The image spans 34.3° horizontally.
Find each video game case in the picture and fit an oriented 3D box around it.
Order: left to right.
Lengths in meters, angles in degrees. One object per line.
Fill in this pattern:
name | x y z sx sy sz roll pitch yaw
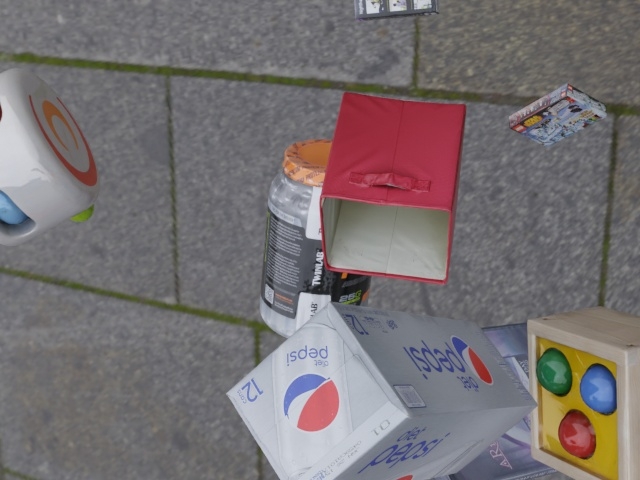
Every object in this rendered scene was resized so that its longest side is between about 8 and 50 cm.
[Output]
video game case | 0.200 0.185 1.187 0.026 0.274 0.196 -58 49 36

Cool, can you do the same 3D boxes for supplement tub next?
supplement tub | 0.000 0.000 1.774 0.193 0.193 0.316 19 120 24

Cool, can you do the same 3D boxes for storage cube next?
storage cube | 0.106 -0.074 1.495 0.183 0.193 0.215 7 148 9

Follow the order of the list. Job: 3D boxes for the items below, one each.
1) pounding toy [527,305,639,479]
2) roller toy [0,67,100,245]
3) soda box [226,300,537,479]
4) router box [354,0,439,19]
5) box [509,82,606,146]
pounding toy | 0.259 0.165 0.836 0.206 0.094 0.181 -164 69 -64
roller toy | -0.377 -0.100 1.262 0.146 0.191 0.209 -27 92 7
soda box | 0.059 0.116 0.748 0.098 0.286 0.091 -43 67 15
router box | 0.116 -0.444 1.640 0.133 0.046 0.179 -2 98 13
box | 0.400 -0.210 1.753 0.137 0.094 0.027 -28 48 50
